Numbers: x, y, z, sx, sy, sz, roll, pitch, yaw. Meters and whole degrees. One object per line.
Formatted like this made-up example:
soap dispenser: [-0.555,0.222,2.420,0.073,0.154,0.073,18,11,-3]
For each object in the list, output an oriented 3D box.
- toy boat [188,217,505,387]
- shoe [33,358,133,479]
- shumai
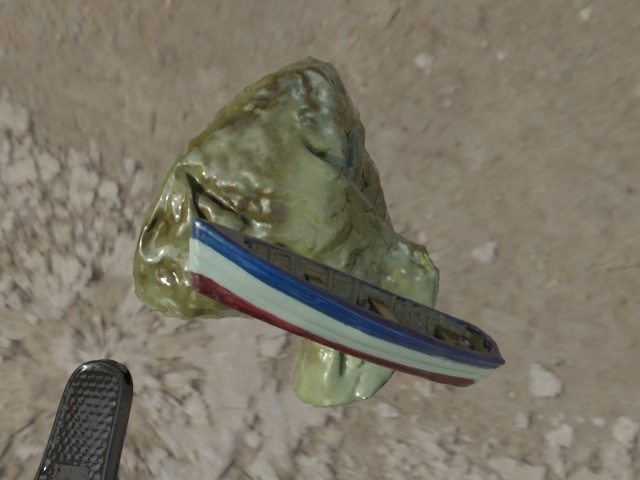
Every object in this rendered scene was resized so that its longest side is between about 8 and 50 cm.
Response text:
toy boat: [0.012,0.043,1.024,0.229,0.080,0.046,21,107,-24]
shoe: [-0.136,0.149,0.939,0.062,0.053,0.159,6,75,26]
shumai: [0.000,0.000,1.710,0.288,0.292,0.330,37,107,21]
